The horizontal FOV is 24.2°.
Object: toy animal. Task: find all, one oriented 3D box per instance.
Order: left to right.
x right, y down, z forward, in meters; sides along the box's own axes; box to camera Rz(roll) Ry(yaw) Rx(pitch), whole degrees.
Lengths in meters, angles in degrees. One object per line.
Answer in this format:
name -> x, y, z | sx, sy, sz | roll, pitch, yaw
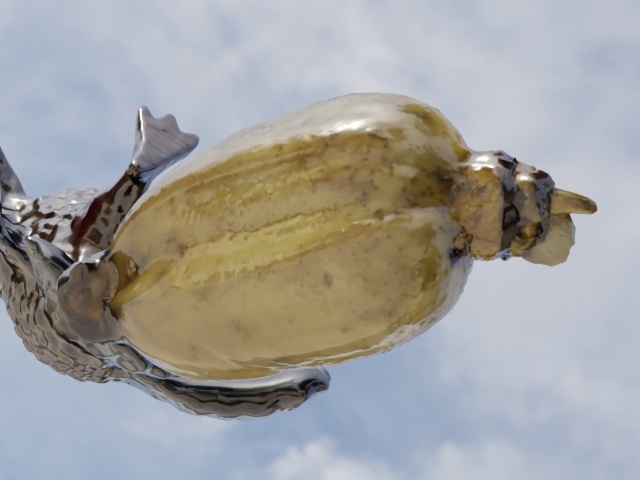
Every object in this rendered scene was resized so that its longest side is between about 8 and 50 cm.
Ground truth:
toy animal -> -0.106, 0.020, 0.647 | 0.218, 0.116, 0.179 | 37, -36, -14

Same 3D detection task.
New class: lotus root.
lotus root -> 0.000, 0.000, 0.405 | 0.152, 0.072, 0.063 | -10, -31, 23
